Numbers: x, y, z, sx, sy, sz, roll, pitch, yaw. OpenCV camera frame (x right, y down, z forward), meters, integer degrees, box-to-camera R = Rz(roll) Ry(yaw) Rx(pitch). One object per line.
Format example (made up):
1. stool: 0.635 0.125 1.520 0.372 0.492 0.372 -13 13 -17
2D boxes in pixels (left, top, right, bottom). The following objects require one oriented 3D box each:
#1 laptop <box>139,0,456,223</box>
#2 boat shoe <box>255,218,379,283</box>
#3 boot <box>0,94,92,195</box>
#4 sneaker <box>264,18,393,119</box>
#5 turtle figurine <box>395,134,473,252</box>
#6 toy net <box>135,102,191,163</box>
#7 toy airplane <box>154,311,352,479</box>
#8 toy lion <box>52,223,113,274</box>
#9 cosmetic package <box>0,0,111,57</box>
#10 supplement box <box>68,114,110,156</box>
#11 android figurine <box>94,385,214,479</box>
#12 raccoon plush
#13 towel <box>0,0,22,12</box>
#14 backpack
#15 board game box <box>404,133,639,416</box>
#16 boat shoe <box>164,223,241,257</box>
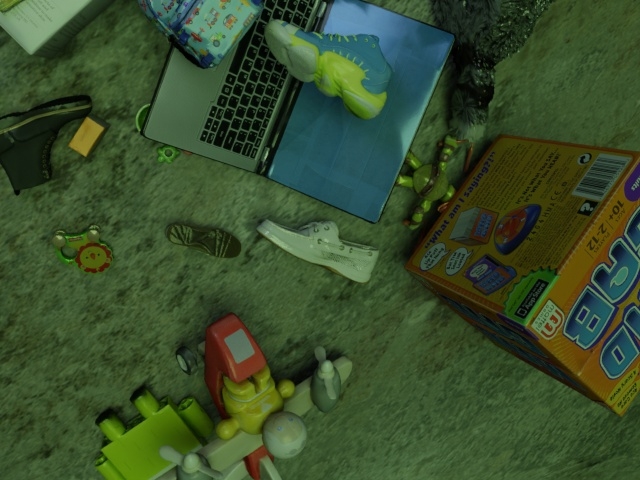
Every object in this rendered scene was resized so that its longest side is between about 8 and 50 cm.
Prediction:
1. laptop: -0.032 -0.279 1.119 0.408 0.236 0.382 14 101 -44
2. boat shoe: 0.000 0.000 1.294 0.277 0.098 0.096 22 98 -29
3. boot: -0.483 -0.172 1.129 0.198 0.077 0.137 -16 114 3
4. sneaker: 0.024 -0.318 1.080 0.240 0.091 0.126 36 76 -18
5. turtle figurine: 0.204 -0.117 1.318 0.217 0.087 0.269 24 98 -20
6. toy net: -0.225 -0.239 1.189 0.232 0.045 0.122 -30 110 -6
7. toy airplane: -0.124 0.372 1.261 0.384 0.272 0.386 28 82 -40
8. toy lion: -0.451 0.022 1.209 0.100 0.034 0.096 -9 115 -13
9. cosmetic package: -0.365 -0.467 1.008 0.365 0.197 0.155 -44 110 -2
10. supplement box: -0.409 -0.187 1.124 0.036 0.098 0.062 33 95 -17
11. android figurine: -0.342 0.442 1.338 0.248 0.056 0.273 -35 110 -4
12. raccoon plush: 0.390 -0.448 1.268 0.299 0.216 0.446 -17 135 -23
13. towel: -0.456 -0.375 0.901 0.060 0.009 0.083 -36 107 -2
14. backpack: -0.193 -0.375 0.986 0.173 0.117 0.158 42 93 -21
15. board game box: 0.468 0.051 1.250 0.356 0.356 0.356 39 85 -29
16. boat shoe: -0.233 -0.001 1.258 0.153 0.048 0.056 11 89 -25
